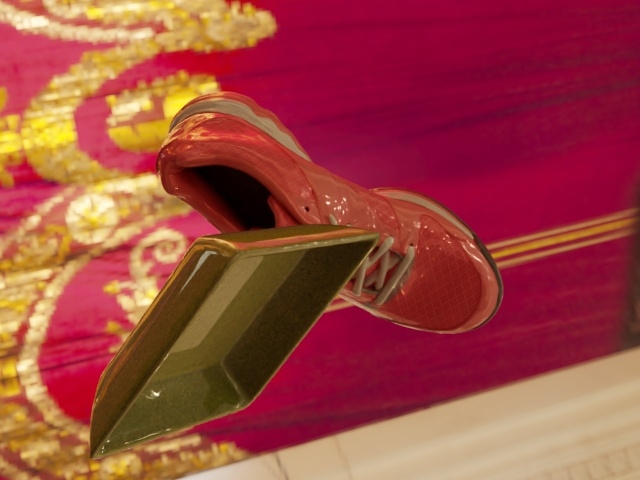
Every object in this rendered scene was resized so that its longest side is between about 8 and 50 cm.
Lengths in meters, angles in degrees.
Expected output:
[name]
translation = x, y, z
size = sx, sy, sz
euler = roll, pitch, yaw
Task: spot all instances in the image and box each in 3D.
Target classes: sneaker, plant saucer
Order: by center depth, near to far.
[plant saucer]
translation = -0.066, 0.055, 0.805
size = 0.045, 0.188, 0.188
euler = 46, -65, 20
[sneaker]
translation = -0.001, 0.000, 0.938
size = 0.116, 0.313, 0.136
euler = -61, -179, 23
